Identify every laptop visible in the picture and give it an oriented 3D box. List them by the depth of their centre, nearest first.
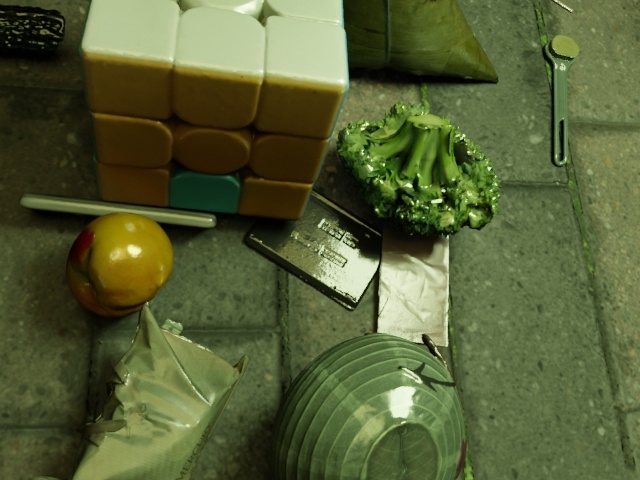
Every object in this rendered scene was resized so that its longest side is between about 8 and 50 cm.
[{"bbox_3d":[0.000,0.000,0.973,0.197,0.016,0.135,31,67,2],"label":"laptop"}]

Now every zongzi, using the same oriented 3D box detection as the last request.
[{"bbox_3d":[0.175,-0.379,1.000,0.360,0.323,0.160,11,59,-11],"label":"zongzi"}]

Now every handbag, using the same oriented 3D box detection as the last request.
[{"bbox_3d":[-0.212,0.224,0.788,0.182,0.117,0.270,33,66,-19],"label":"handbag"}]

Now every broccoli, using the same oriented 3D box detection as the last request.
[{"bbox_3d":[0.145,-0.101,0.953,0.198,0.226,0.176,-36,122,-25],"label":"broccoli"}]

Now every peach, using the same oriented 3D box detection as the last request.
[{"bbox_3d":[-0.256,0.027,0.845,0.138,0.138,0.138,4,68,-10],"label":"peach"}]

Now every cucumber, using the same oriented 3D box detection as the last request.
[{"bbox_3d":[-0.509,-0.312,0.959,0.265,0.077,0.077,0,69,-12],"label":"cucumber"}]

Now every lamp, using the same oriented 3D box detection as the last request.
[{"bbox_3d":[0.054,0.234,0.782,0.233,0.233,0.265,13,88,-6],"label":"lamp"}]

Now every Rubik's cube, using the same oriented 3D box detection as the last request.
[{"bbox_3d":[-0.136,-0.228,0.865,0.291,0.292,0.290,5,60,-11],"label":"Rubik's cube"}]

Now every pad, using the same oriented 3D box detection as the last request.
[{"bbox_3d":[0.140,0.060,0.978,0.113,0.006,0.188,10,69,-15],"label":"pad"}]

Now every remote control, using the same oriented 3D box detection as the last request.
[{"bbox_3d":[-0.276,-0.038,0.908,0.260,0.067,0.029,6,95,-9],"label":"remote control"}]

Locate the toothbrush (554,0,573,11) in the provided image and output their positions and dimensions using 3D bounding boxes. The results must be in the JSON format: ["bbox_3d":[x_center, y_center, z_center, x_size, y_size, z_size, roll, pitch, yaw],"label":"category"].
[{"bbox_3d":[0.441,-0.465,1.249,0.097,0.008,0.006,35,80,2],"label":"toothbrush"}]

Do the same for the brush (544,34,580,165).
[{"bbox_3d":[0.426,-0.251,1.151,0.062,0.027,0.266,11,67,-6],"label":"brush"}]
